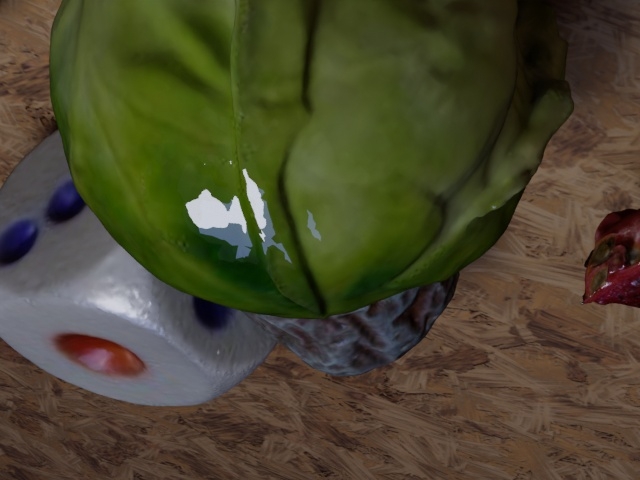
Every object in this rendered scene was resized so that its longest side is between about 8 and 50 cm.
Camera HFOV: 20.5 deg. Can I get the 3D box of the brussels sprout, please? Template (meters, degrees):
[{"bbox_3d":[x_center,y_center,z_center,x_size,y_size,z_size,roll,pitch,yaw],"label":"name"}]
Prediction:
[{"bbox_3d":[-0.018,-0.118,1.440,0.425,0.361,0.342,21,163,-8],"label":"brussels sprout"}]

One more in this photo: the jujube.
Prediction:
[{"bbox_3d":[0.000,0.000,1.796,0.226,0.226,0.317,-6,140,40],"label":"jujube"}]

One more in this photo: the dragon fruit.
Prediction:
[{"bbox_3d":[0.393,-0.011,1.634,0.262,0.134,0.211,15,143,-23],"label":"dragon fruit"}]

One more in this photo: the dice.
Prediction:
[{"bbox_3d":[-0.196,0.020,1.928,0.259,0.251,0.243,-5,144,39],"label":"dice"}]
